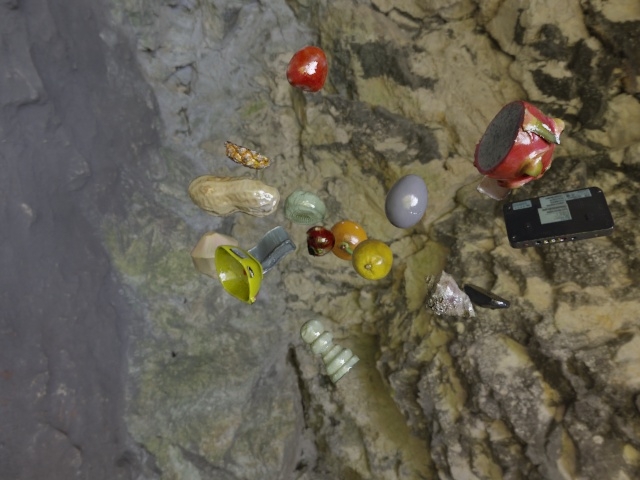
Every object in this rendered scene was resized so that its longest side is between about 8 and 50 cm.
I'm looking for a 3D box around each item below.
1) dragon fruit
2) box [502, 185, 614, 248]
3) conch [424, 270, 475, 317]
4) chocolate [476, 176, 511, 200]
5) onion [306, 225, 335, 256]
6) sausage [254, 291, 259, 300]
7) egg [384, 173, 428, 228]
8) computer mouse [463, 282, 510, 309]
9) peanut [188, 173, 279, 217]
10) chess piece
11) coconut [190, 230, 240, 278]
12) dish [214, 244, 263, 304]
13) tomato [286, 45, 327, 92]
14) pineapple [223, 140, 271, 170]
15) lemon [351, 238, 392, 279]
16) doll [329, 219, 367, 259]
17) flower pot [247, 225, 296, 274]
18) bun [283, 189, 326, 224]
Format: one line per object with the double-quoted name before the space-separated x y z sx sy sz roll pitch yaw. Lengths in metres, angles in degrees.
"dragon fruit" 0.718 -0.326 1.435 0.305 0.226 0.305 -158 -90 -82
"box" 0.904 -0.086 1.564 0.058 0.350 0.211 53 35 -44
"conch" 0.514 0.233 1.635 0.245 0.163 0.178 37 1 17
"chocolate" 0.923 -0.332 2.041 0.161 0.083 0.261 38 -49 20
"onion" 0.000 0.000 1.489 0.117 0.119 0.118 76 1 -58
"sausage" -0.424 0.355 2.641 0.147 0.030 0.035 -87 -162 -73
"egg" 0.306 -0.140 1.440 0.146 0.146 0.198 -138 -115 -76
"computer mouse" 0.840 0.304 2.081 0.270 0.138 0.086 33 -70 63
"peanut" -0.262 -0.133 1.211 0.130 0.290 0.130 2 90 -76
"chess piece" 0.019 0.406 1.540 0.243 0.133 0.133 46 -21 13
"coconut" -0.515 0.067 2.028 0.259 0.259 0.259 174 -90 -80
"dish" -0.306 0.120 1.603 0.262 0.108 0.221 27 -52 39
"tomato" -0.039 -0.676 1.576 0.082 0.166 0.174 23 -78 65
"pineapple" -0.307 -0.344 1.678 0.225 0.225 0.076 -141 -109 -76
"lemon" 0.213 0.075 1.664 0.207 0.170 0.170 -65 154 -67
"doll" 0.133 0.007 2.047 0.236 0.213 0.213 -63 151 -73
"flower pot" -0.227 0.049 1.812 0.108 0.229 0.103 52 6 32
"bun" -0.067 -0.148 1.778 0.195 0.195 0.118 104 -7 -64
